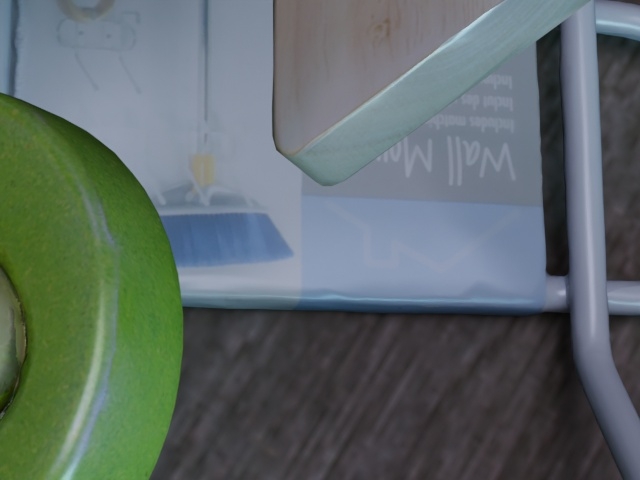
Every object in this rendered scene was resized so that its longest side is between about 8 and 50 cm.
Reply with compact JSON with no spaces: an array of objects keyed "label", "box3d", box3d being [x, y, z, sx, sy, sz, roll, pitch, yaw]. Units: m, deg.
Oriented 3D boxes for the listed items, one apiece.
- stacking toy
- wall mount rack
[{"label":"stacking toy","box3d":[-0.116,-0.078,0.356,0.309,0.130,0.279,-45,60,5]},{"label":"wall mount rack","box3d":[0.000,0.000,0.471,0.350,0.130,0.304,2,75,-12]}]
